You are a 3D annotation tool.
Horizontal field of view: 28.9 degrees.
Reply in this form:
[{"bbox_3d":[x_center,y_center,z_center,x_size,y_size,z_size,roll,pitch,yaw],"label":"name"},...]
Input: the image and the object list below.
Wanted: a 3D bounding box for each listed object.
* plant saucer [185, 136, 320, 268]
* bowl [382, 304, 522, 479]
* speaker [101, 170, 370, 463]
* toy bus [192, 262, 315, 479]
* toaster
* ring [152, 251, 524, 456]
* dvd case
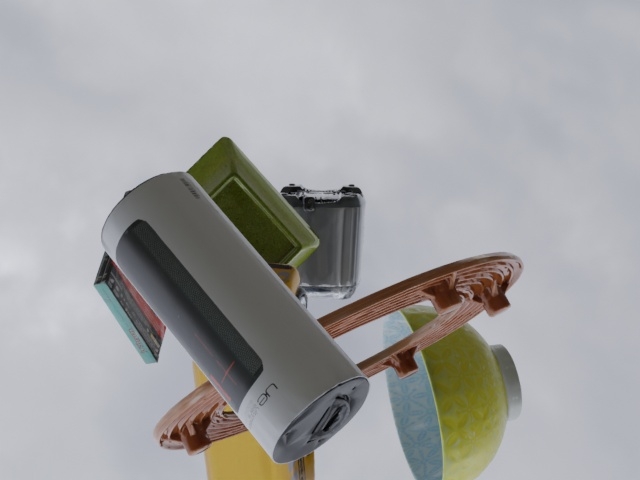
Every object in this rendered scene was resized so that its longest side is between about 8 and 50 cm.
[{"bbox_3d":[-0.113,0.005,1.488,0.188,0.188,0.045,48,171,-21],"label":"plant saucer"},{"bbox_3d":[0.206,0.225,1.841,0.156,0.289,0.289,-10,-127,-11],"label":"bowl"},{"bbox_3d":[-0.039,0.033,0.555,0.055,0.055,0.136,-16,-125,-45],"label":"speaker"},{"bbox_3d":[-0.076,0.191,1.440,0.108,0.332,0.130,5,-150,15],"label":"toy bus"},{"bbox_3d":[0.000,0.000,1.745,0.129,0.146,0.227,0,-172,0],"label":"toaster"},{"bbox_3d":[0.021,0.104,1.028,0.336,0.336,0.032,-12,-111,-43],"label":"ring"},{"bbox_3d":[-0.142,0.027,0.982,0.119,0.013,0.087,-82,-29,-51],"label":"dvd case"}]
